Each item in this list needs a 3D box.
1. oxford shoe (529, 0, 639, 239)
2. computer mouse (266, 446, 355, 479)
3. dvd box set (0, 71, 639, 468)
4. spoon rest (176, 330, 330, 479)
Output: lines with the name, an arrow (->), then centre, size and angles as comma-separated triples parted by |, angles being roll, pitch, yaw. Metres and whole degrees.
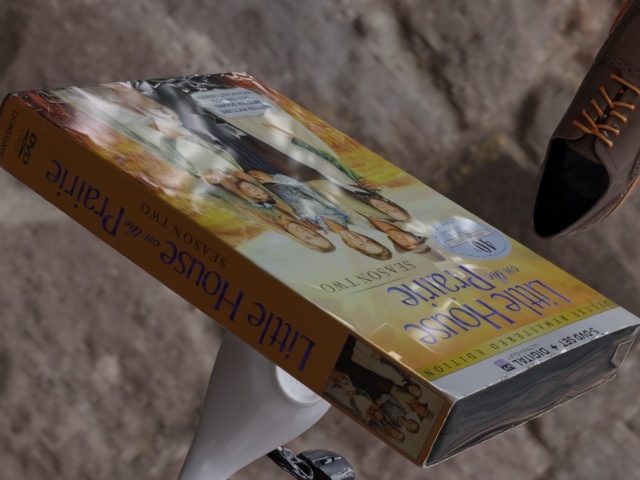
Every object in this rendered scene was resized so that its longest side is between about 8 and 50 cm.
oxford shoe -> 0.336, -0.144, 1.846 | 0.130, 0.133, 0.363 | 32, -54, 15
computer mouse -> -0.009, 0.272, 2.075 | 0.071, 0.041, 0.242 | 43, 2, 21
dvd box set -> 0.000, 0.000, 1.267 | 0.420, 0.062, 0.308 | 34, 25, 26
spoon rest -> -0.068, 0.172, 1.581 | 0.137, 0.276, 0.084 | 44, -32, -25
